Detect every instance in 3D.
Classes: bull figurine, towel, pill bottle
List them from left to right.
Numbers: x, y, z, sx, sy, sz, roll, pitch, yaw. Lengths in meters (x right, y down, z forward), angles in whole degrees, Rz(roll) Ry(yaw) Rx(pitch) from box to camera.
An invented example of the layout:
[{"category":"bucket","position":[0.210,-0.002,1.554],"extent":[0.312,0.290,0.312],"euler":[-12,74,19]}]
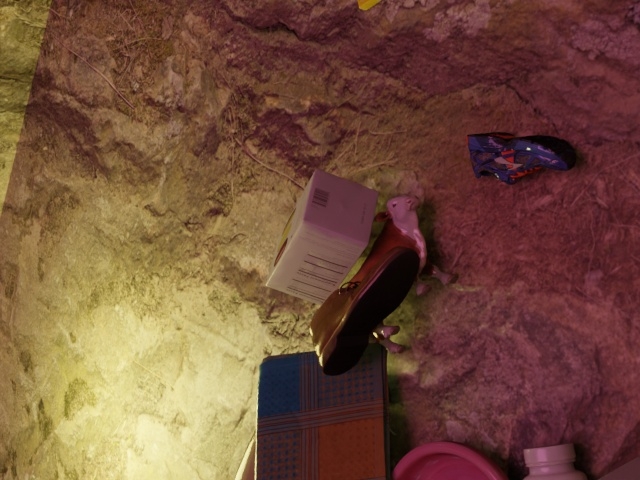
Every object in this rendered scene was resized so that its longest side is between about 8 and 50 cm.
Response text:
[{"category":"towel","position":[0.002,0.381,1.808],"extent":[0.272,0.040,0.370],"euler":[-9,58,15]},{"category":"bull figurine","position":[0.142,0.064,1.803],"extent":[0.188,0.101,0.310],"euler":[49,121,35]},{"category":"pill bottle","position":[0.380,0.420,1.513],"extent":[0.108,0.108,0.180],"euler":[-20,72,45]}]

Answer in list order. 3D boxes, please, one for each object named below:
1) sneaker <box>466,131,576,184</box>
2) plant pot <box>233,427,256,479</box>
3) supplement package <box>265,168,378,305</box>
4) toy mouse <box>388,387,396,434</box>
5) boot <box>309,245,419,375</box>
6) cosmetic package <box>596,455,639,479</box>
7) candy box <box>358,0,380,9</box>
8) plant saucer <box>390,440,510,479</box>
[{"category":"sneaker","position":[0.347,-0.138,1.629],"extent":[0.221,0.083,0.087],"euler":[15,111,52]},{"category":"plant pot","position":[-0.065,0.486,1.917],"extent":[0.257,0.257,0.273],"euler":[-14,62,46]},{"category":"supplement package","position":[0.000,0.000,1.856],"extent":[0.244,0.134,0.139],"euler":[121,166,-50]},{"category":"toy mouse","position":[0.088,0.306,1.892],"extent":[0.161,0.031,0.143],"euler":[3,89,47]},{"category":"boot","position":[0.068,0.107,1.739],"extent":[0.305,0.112,0.115],"euler":[-56,45,29]},{"category":"cosmetic package","position":[0.468,0.529,1.184],"extent":[0.394,0.330,0.327],"euler":[19,117,51]},{"category":"candy box","position":[0.146,-0.559,1.905],"extent":[0.206,0.027,0.105],"euler":[-24,73,44]},{"category":"plant saucer","position":[0.247,0.519,1.662],"extent":[0.332,0.084,0.332],"euler":[-5,84,49]}]
